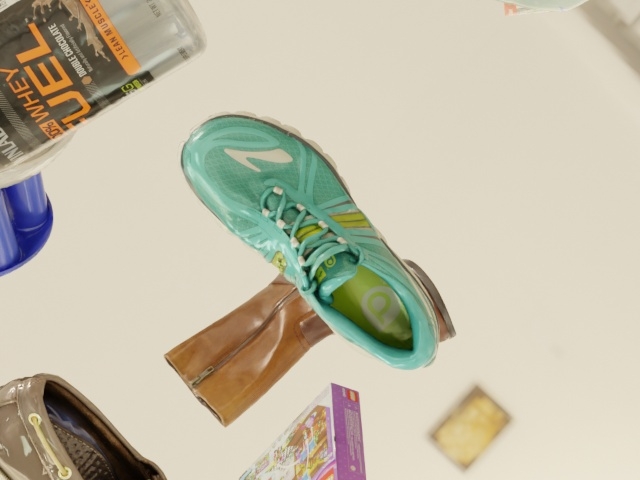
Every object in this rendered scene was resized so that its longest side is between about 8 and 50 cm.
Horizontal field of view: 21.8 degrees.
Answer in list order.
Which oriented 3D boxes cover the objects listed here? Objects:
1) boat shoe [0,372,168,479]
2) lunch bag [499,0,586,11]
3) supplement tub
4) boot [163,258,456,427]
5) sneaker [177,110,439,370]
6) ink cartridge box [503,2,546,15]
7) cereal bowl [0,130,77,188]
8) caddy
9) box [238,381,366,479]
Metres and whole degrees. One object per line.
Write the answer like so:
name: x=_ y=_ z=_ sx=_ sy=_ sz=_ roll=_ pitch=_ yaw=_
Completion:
boat shoe: x=-0.189 y=0.246 z=1.540 sx=0.324 sy=0.096 sz=0.117 roll=49 pitch=-145 yaw=-22
lunch bag: x=0.181 y=-0.303 z=1.491 sx=0.224 sy=0.108 sz=0.279 roll=16 pitch=168 yaw=-16
supplement tub: x=-0.308 y=-0.207 z=1.756 sx=0.207 sy=0.338 sz=0.207 roll=59 pitch=-178 yaw=-3
boot: x=-0.013 y=0.114 z=1.917 sx=0.264 sy=0.280 sz=0.096 roll=36 pitch=154 yaw=41
sneaker: x=0.000 y=0.000 z=1.347 sx=0.275 sy=0.107 sz=0.110 roll=43 pitch=-175 yaw=-8
ink cartridge box: x=0.249 y=-0.304 z=2.080 sx=0.063 sy=0.115 sz=0.029 roll=47 pitch=-141 yaw=-78
cereal bowl: x=-0.497 y=-0.208 z=2.274 sx=0.339 sy=0.339 sz=0.141 roll=43 pitch=139 yaw=-2
caddy: x=-0.557 y=-0.064 z=2.409 sx=0.341 sy=0.241 sz=0.179 roll=15 pitch=138 yaw=11
box: x=-0.032 y=0.383 z=2.560 sx=0.057 sy=0.293 sz=0.201 roll=20 pitch=-137 yaw=-24
